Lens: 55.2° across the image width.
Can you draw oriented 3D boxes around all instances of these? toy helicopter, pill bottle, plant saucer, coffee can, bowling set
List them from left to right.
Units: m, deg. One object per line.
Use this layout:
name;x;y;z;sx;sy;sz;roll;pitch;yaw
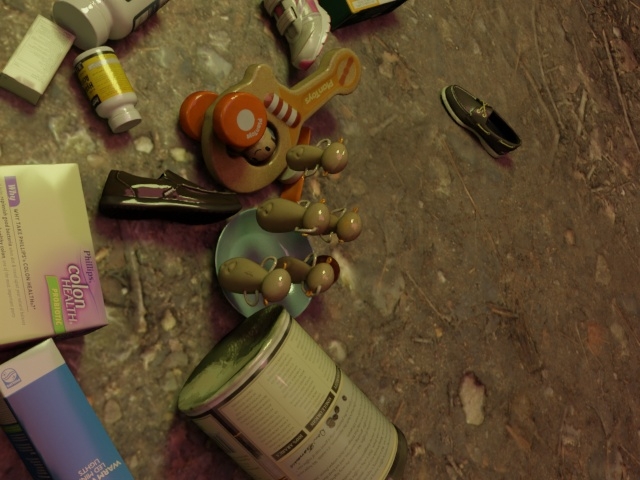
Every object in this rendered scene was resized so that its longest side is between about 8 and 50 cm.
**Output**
pill bottle;-0.315;-0.224;0.918;0.065;0.065;0.116;-29;93;-38
pill bottle;-0.315;-0.373;0.937;0.108;0.108;0.180;45;55;-16
plant saucer;-0.093;0.044;1.008;0.195;0.037;0.194;11;71;-35
toy helicopter;-0.047;-0.206;1.053;0.355;0.140;0.235;-42;125;-25
coffee can;-0.037;0.257;0.882;0.275;0.201;0.201;49;54;-13
bowling set;0.000;0.000;0.947;0.200;0.154;0.287;36;73;-36

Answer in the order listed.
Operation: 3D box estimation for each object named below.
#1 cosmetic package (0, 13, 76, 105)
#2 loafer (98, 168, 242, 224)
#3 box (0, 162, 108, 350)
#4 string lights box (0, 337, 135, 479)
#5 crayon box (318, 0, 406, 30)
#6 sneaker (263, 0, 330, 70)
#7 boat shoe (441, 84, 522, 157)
cosmetic package;-0.406;-0.259;0.878;0.060;0.041;0.115;31;60;-25
loafer;-0.220;-0.073;0.929;0.220;0.080;0.078;4;74;-35
box;-0.410;0.029;0.740;0.243;0.117;0.213;-9;81;-36
string lights box;-0.306;0.254;0.734;0.077;0.133;0.259;-32;96;-38
crayon box;0.039;-0.621;1.277;0.203;0.083;0.322;-31;98;-37
sneaker;-0.057;-0.436;1.155;0.111;0.103;0.252;4;67;-30
boat shoe;0.378;-0.288;1.430;0.228;0.069;0.081;39;57;-20
